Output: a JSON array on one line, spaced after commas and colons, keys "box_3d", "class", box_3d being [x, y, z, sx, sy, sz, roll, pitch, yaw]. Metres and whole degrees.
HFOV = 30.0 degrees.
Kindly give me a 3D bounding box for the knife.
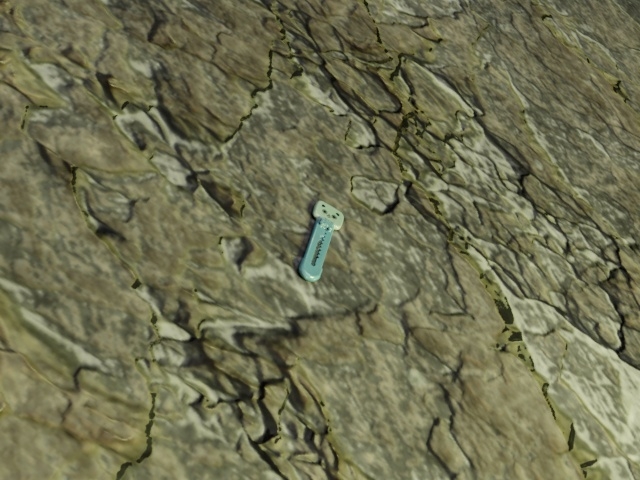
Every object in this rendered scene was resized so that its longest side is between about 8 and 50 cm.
[{"box_3d": [0.000, 0.000, 0.935, 0.027, 0.010, 0.096, 30, 38, -9], "class": "knife"}]
